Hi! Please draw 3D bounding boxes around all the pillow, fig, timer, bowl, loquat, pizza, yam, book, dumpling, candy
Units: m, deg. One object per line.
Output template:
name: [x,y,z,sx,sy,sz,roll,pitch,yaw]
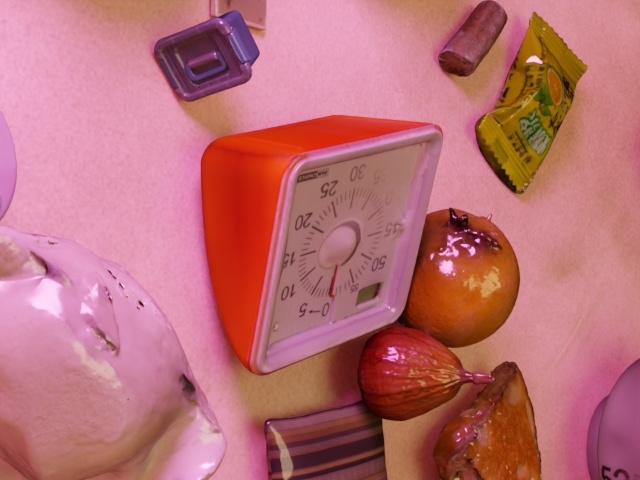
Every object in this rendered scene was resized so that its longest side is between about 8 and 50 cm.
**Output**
pillow: [0.012,0.293,1.350,0.208,0.052,0.212,-2,88,-49]
fig: [0.109,0.147,1.368,0.119,0.153,0.119,19,60,-37]
timer: [0.000,0.000,1.297,0.257,0.161,0.250,-17,112,-46]
bowl: [0.526,0.318,1.782,0.353,0.185,0.354,5,82,-46]
loquat: [0.157,0.053,1.453,0.149,0.204,0.172,3,41,-34]
pizza: [0.215,0.325,1.533,0.223,0.089,0.324,-2,86,-52]
yam: [0.209,-0.273,1.603,0.054,0.054,0.132,57,50,-26]
book: [-0.089,-0.296,1.323,0.077,0.014,0.111,7,82,-45]
dumpling: [-0.245,0.131,1.056,0.243,0.187,0.318,-43,115,6]
candy: [0.305,-0.202,1.685,0.149,0.069,0.246,46,57,-36]

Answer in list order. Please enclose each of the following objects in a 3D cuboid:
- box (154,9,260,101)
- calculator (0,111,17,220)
box: [-0.114,-0.196,1.236,0.074,0.099,0.054,63,33,-20]
calculator: [-0.377,-0.061,0.953,0.298,0.041,0.186,-12,93,-48]
